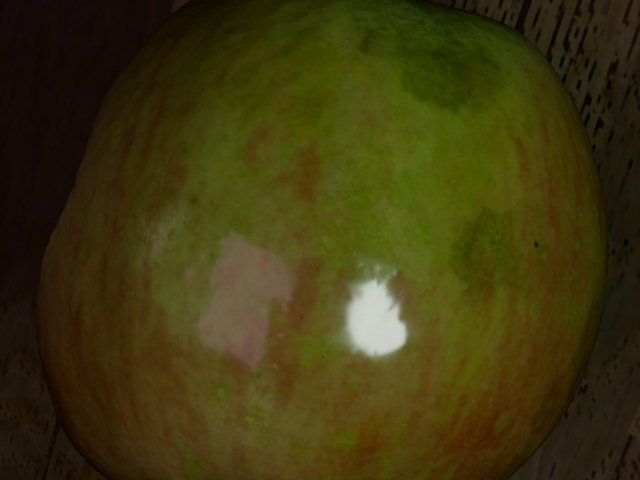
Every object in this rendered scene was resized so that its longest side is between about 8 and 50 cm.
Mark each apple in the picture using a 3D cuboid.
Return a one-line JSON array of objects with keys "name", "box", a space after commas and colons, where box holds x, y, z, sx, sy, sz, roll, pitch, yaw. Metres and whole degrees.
[{"name": "apple", "box": [0.000, 0.000, 0.835, 0.246, 0.246, 0.226, 8, 97, 32]}]
